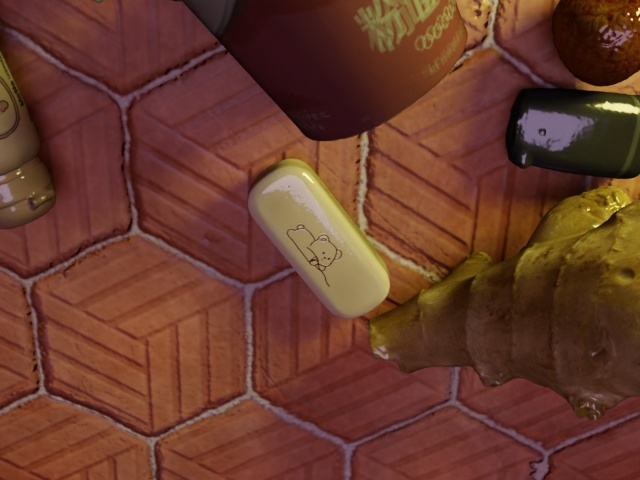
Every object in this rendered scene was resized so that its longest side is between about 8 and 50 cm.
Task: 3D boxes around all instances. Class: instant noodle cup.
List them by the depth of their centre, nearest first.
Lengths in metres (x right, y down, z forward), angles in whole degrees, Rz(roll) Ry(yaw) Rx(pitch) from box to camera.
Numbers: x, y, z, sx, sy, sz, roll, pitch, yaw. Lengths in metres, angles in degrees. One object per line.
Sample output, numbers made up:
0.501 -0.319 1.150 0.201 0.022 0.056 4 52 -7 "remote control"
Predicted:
0.011 -0.212 0.647 0.234 0.235 0.178 -31 119 12 "instant noodle cup"

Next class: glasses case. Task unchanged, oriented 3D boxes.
0.000 0.000 0.817 0.083 0.050 0.196 -35 109 15 "glasses case"

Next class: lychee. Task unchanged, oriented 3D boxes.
0.282 -0.211 0.701 0.114 0.101 0.140 35 129 28 "lychee"

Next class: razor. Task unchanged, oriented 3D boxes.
0.270 -0.112 0.772 0.148 0.054 0.090 6 108 -4 "razor"

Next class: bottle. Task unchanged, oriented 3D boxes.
-0.345 -0.113 0.744 0.110 0.097 0.209 -2 117 35 "bottle"

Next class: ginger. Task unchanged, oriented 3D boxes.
0.207 0.041 0.736 0.166 0.375 0.236 24 77 -48 "ginger"

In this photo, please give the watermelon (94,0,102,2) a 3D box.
-0.290 -0.301 0.597 0.250 0.293 0.283 -27 114 41 "watermelon"
